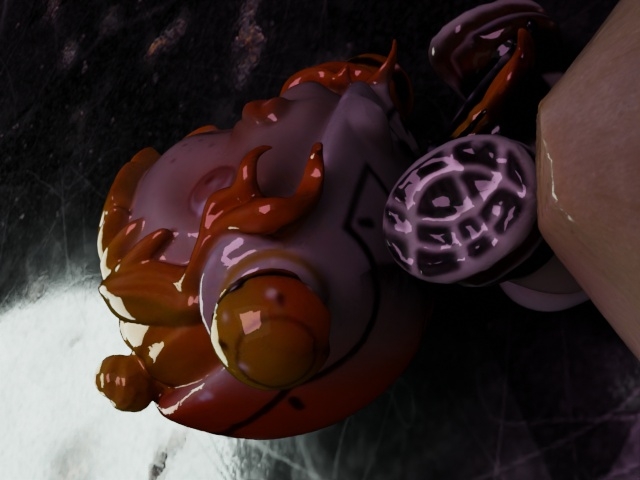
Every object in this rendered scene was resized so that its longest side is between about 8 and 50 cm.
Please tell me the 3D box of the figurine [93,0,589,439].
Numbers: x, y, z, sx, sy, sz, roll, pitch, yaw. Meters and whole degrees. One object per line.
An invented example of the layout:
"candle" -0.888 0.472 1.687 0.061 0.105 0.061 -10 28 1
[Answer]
"figurine" 0.004 0.003 0.612 0.323 0.196 0.320 -21 23 27

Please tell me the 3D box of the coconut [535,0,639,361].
"coconut" 0.198 -0.033 0.421 0.237 0.197 0.236 -1 80 3
